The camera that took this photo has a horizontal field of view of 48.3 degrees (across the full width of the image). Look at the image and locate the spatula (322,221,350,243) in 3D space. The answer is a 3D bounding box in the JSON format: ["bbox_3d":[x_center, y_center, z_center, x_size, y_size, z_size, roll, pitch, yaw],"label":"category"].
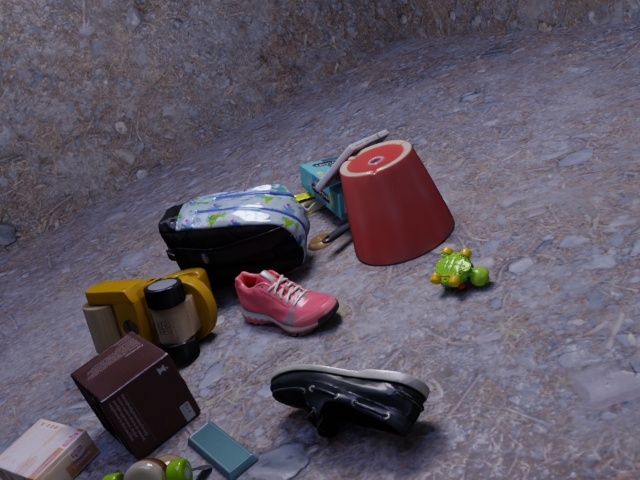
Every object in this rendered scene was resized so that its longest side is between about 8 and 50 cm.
[{"bbox_3d":[0.112,-0.052,2.011,0.296,0.031,0.084,-25,22,-36],"label":"spatula"}]

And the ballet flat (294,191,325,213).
[{"bbox_3d":[-0.065,-0.106,2.261,0.230,0.077,0.077,-20,34,2],"label":"ballet flat"}]

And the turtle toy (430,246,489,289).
[{"bbox_3d":[0.309,0.070,1.573,0.130,0.066,0.095,6,60,43],"label":"turtle toy"}]

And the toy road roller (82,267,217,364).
[{"bbox_3d":[-0.415,0.181,1.837,0.329,0.203,0.240,-5,17,25],"label":"toy road roller"}]

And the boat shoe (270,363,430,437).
[{"bbox_3d":[0.032,0.301,1.286,0.339,0.127,0.113,-3,54,33],"label":"boat shoe"}]

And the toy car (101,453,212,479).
[{"bbox_3d":[-0.274,0.449,1.284,0.154,0.149,0.188,-15,-3,12],"label":"toy car"}]

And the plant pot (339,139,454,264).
[{"bbox_3d":[0.180,-0.108,1.840,0.274,0.243,0.275,-19,25,9],"label":"plant pot"}]

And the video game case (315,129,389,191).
[{"bbox_3d":[0.088,-0.221,1.971,0.173,0.022,0.190,-30,-13,-44],"label":"video game case"}]

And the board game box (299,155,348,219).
[{"bbox_3d":[0.112,-0.177,2.152,0.253,0.079,0.336,-14,24,-16],"label":"board game box"}]

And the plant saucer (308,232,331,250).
[{"bbox_3d":[0.000,0.000,2.052,0.083,0.015,0.083,-19,24,9],"label":"plant saucer"}]

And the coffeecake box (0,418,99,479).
[{"bbox_3d":[-0.595,0.470,1.542,0.185,0.068,0.142,-2,32,40],"label":"coffeecake box"}]

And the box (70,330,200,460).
[{"bbox_3d":[-0.401,0.328,1.541,0.167,0.169,0.203,-36,27,-27],"label":"box"}]

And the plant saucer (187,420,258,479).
[{"bbox_3d":[-0.196,0.404,1.390,0.067,0.018,0.192,-35,26,-26],"label":"plant saucer"}]

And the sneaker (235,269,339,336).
[{"bbox_3d":[-0.098,0.137,1.707,0.313,0.136,0.116,1,34,42],"label":"sneaker"}]

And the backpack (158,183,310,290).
[{"bbox_3d":[-0.205,-0.011,1.940,0.355,0.290,0.273,-2,43,26],"label":"backpack"}]
